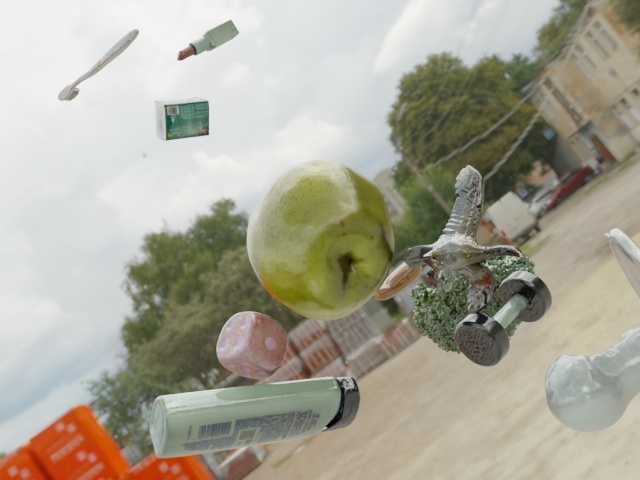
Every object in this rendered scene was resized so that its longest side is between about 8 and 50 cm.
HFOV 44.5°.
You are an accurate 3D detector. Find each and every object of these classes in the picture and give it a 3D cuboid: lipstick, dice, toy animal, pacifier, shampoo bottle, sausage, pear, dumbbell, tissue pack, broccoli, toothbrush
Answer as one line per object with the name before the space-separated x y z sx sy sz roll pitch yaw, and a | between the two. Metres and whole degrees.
lipstick | -0.198 -0.339 1.344 0.129 0.030 0.030 -39 12 -33
dice | -0.118 0.183 1.361 0.091 0.094 0.093 -14 48 42
toy animal | 0.248 0.033 1.321 0.160 0.273 0.197 -18 17 -18
pacifier | 0.397 0.113 0.887 0.273 0.220 0.332 1 16 1
shampoo bottle | -0.107 0.304 1.346 0.359 0.078 0.134 -1 -51 -28
sausage | 0.207 0.108 2.083 0.183 0.054 0.062 -38 10 -24
pear | 0.000 0.000 1.407 0.294 0.294 0.294 -37 -7 -5
dumbbell | 0.336 0.142 1.435 0.191 0.100 0.100 -34 -7 -36
tissue pack | -0.315 -0.275 1.754 0.111 0.079 0.085 -14 -62 -35
broccoli | 0.358 0.143 1.816 0.288 0.235 0.260 -2 -19 12
toothbrush | -0.476 -0.373 1.685 0.307 0.025 0.029 -26 -18 38
